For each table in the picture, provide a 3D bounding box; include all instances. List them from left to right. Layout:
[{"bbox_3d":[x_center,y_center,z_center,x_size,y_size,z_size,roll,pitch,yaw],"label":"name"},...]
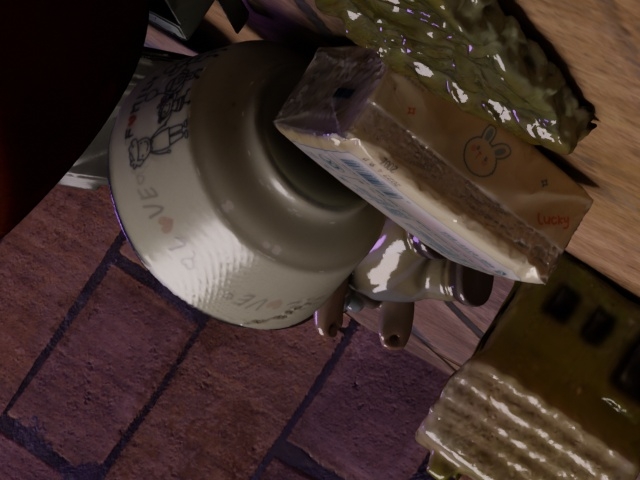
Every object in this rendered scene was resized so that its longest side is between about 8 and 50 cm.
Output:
[{"bbox_3d":[-0.146,-0.215,1.178,0.146,0.062,0.175,30,170,18],"label":"table"}]

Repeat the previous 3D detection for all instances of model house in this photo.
[{"bbox_3d":[0.214,0.153,1.431,0.193,0.234,0.175,34,174,2],"label":"model house"}]

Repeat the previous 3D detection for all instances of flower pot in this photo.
[{"bbox_3d":[-0.196,-0.118,1.450,0.235,0.141,0.235,7,-173,-1],"label":"flower pot"}]

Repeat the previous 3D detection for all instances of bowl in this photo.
[{"bbox_3d":[-0.035,-0.059,1.221,0.237,0.238,0.126,35,141,-23],"label":"bowl"}]

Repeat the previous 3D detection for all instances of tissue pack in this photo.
[{"bbox_3d":[0.081,-0.057,1.123,0.196,0.092,0.148,37,172,-23],"label":"tissue pack"}]

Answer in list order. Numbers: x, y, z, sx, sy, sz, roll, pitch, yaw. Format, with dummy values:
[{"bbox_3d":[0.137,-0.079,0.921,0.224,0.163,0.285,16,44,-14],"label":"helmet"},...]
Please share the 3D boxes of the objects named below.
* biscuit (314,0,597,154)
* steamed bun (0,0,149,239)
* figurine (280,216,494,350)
[{"bbox_3d":[0.048,-0.139,0.904,0.187,0.036,0.273,27,172,39],"label":"biscuit"},{"bbox_3d":[-0.256,-0.146,1.035,0.248,0.235,0.379,29,145,7],"label":"steamed bun"},{"bbox_3d":[0.001,0.000,1.585,0.248,0.203,0.380,18,171,-43],"label":"figurine"}]
